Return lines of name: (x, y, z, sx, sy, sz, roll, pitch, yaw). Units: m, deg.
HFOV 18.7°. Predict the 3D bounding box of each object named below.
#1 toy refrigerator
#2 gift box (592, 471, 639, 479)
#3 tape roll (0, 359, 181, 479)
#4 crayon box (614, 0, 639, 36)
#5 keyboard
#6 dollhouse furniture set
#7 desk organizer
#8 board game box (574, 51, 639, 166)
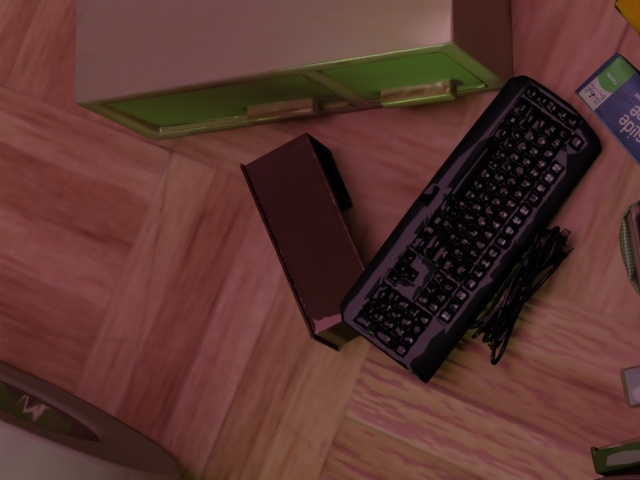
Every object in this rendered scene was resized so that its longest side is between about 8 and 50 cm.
toy refrigerator: (-0.019, -0.129, 1.262, 0.270, 0.102, 0.094, -7, 75, 25)
gift box: (0.105, 0.262, 1.003, 0.255, 0.276, 0.258, -8, 74, -16)
tape roll: (-0.231, 0.169, 1.220, 0.246, 0.246, 0.169, 26, 91, 29)
crayon box: (0.393, -0.093, 1.042, 0.313, 0.106, 0.363, -40, 64, 12)
keyboard: (0.103, -0.003, 1.187, 0.100, 0.038, 0.192, 36, 89, 5)
dollhouse furniture set: (0.181, 0.059, 1.131, 0.059, 0.076, 0.151, -15, 73, 23)
desk organizer: (0.000, 0.000, 1.253, 0.050, 0.047, 0.130, -28, 69, 13)
board game box: (0.235, -0.009, 1.084, 0.035, 0.136, 0.201, -43, 62, 12)
